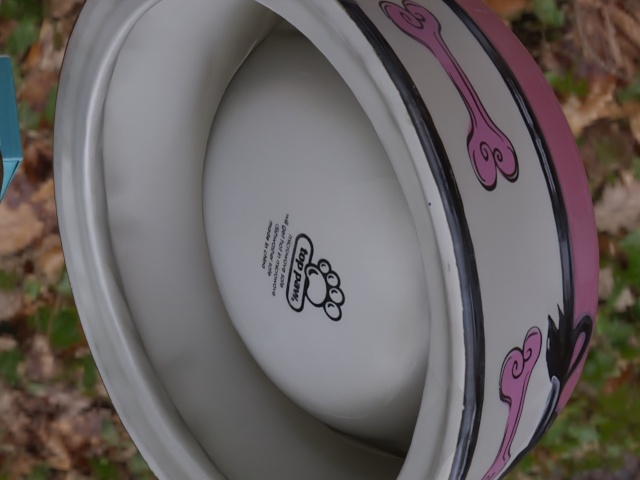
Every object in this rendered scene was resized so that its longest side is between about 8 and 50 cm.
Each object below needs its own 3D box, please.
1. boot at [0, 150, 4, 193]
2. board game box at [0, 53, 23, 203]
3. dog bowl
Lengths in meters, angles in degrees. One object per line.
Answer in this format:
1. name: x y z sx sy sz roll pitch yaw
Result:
1. boot: -0.214 -0.037 0.763 0.112 0.305 0.115 43 106 1
2. board game box: -0.363 -0.019 1.065 0.254 0.079 0.336 -1 159 -22
3. dog bowl: 0.000 0.000 0.967 0.150 0.408 0.408 -16 144 -37
